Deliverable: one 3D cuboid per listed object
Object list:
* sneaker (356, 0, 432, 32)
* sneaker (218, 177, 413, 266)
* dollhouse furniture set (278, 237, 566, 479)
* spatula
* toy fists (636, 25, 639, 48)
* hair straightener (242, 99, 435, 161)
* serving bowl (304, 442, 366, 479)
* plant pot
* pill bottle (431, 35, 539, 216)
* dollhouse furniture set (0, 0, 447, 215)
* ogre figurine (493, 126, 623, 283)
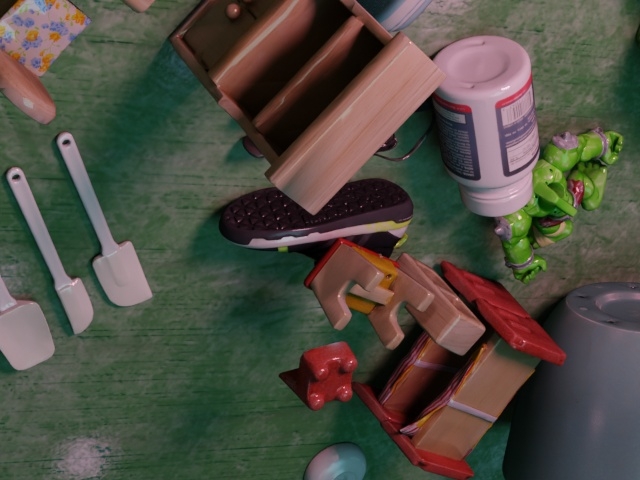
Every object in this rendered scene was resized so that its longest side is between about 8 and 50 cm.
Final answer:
[{"bbox_3d":[0.181,-0.312,1.583,0.208,0.127,0.319,20,112,-39],"label":"sneaker"},{"bbox_3d":[0.000,0.000,1.737,0.234,0.084,0.097,-6,127,-28],"label":"sneaker"},{"bbox_3d":[0.081,0.118,1.813,0.374,0.152,0.201,24,109,-45],"label":"dollhouse furniture set"},{"bbox_3d":[-0.274,0.014,1.625,0.168,0.019,0.242,-27,133,-10],"label":"spatula"},{"bbox_3d":[0.472,-0.165,1.861,0.279,0.142,0.096,30,104,-42],"label":"toy fists"},{"bbox_3d":[0.022,-0.112,1.701,0.230,0.047,0.089,-11,129,-30],"label":"hair straightener"},{"bbox_3d":[0.022,0.290,2.011,0.083,0.027,0.083,-16,130,-20],"label":"serving bowl"},{"bbox_3d":[0.378,0.187,1.988,0.293,0.293,0.235,-6,110,-28],"label":"plant pot"},{"bbox_3d":[0.179,-0.118,1.740,0.108,0.108,0.180,-25,133,-13],"label":"pill bottle"},{"bbox_3d":[-0.116,-0.232,1.368,0.362,0.256,0.394,-46,134,7],"label":"dollhouse furniture set"},{"bbox_3d":[0.264,-0.052,1.854,0.197,0.097,0.118,-39,147,16],"label":"ogre figurine"}]
